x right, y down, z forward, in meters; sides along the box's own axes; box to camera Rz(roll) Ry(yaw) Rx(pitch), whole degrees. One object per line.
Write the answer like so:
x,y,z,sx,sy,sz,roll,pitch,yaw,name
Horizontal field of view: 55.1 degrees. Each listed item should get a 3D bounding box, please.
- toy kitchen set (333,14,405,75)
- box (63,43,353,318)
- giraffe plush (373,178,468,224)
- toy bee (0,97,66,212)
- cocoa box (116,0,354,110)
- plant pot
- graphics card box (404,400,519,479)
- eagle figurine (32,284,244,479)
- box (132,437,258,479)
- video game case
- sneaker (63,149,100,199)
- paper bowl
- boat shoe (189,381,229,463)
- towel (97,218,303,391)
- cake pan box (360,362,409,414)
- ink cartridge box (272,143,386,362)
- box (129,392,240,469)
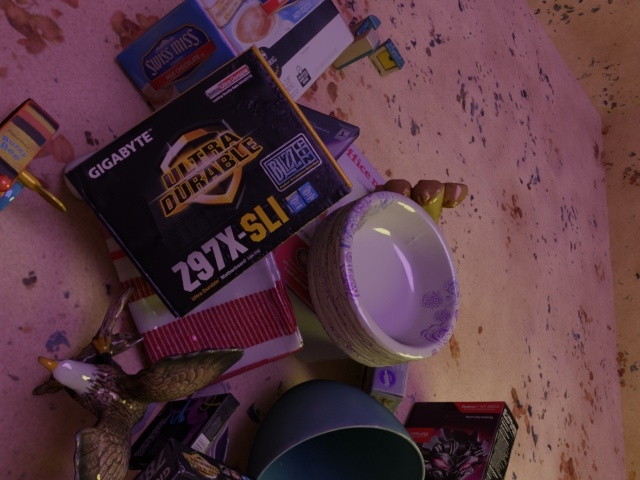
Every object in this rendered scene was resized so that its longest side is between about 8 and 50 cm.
0.145,-0.475,1.572,0.166,0.122,0.207,51,45,-24,toy kitchen set
-0.154,-0.084,0.894,0.322,0.079,0.257,-36,100,-9,box
0.193,-0.021,1.220,0.210,0.181,0.171,41,51,-83,giraffe plush
-0.407,-0.079,0.770,0.195,0.162,0.298,29,57,-42,toy bee
-0.140,-0.352,1.115,0.228,0.231,0.347,55,43,-21,cocoa box
0.006,0.354,1.047,0.290,0.290,0.195,44,10,-30,plant pot
0.253,0.499,1.278,0.094,0.232,0.371,59,43,-23,graphics card box
-0.241,0.197,0.750,0.225,0.298,0.226,0,100,-44,eagle figurine
-0.175,0.437,0.802,0.295,0.073,0.293,-48,124,-1,box
-0.080,-0.157,1.132,0.274,0.196,0.026,-51,155,-33,video game case
-0.285,-0.113,0.974,0.235,0.094,0.090,-12,90,-46,sneaker
0.096,0.071,1.043,0.284,0.148,0.284,17,62,-36,paper bowl
-0.184,0.328,0.982,0.065,0.075,0.206,92,1,-61,boat shoe
-0.183,0.058,0.949,0.237,0.037,0.329,-19,94,-10,towel
0.129,0.238,1.225,0.070,0.267,0.246,14,57,4,cake pan box
0.000,0.000,1.211,0.279,0.160,0.385,46,47,-29,ink cartridge box
-0.203,0.275,0.883,0.029,0.162,0.116,54,43,-16,box
